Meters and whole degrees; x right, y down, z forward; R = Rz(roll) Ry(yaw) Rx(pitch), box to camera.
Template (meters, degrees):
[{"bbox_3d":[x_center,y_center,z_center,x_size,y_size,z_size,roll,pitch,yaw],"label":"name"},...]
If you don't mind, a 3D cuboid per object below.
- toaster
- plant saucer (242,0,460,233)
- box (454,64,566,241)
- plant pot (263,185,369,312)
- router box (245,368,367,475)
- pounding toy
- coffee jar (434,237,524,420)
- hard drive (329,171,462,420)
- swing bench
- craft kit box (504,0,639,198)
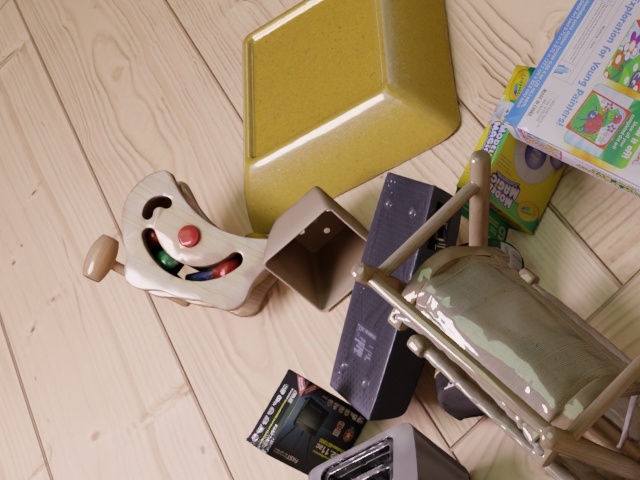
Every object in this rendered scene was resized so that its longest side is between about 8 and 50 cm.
[{"bbox_3d":[0.071,0.293,1.387,0.185,0.110,0.168,-31,34,26],"label":"toaster"},{"bbox_3d":[0.011,-0.216,1.831,0.332,0.081,0.333,-27,47,29],"label":"plant saucer"},{"bbox_3d":[0.218,-0.089,1.525,0.043,0.105,0.179,19,79,51],"label":"box"},{"bbox_3d":[0.000,0.000,1.684,0.109,0.109,0.096,-41,29,16],"label":"plant pot"},{"bbox_3d":[-0.013,0.207,1.535,0.038,0.122,0.092,27,84,45],"label":"router box"},{"bbox_3d":[-0.166,0.006,1.805,0.269,0.155,0.154,13,83,15],"label":"pounding toy"},{"bbox_3d":[0.169,0.095,1.469,0.096,0.079,0.184,-18,52,30],"label":"coffee jar"},{"bbox_3d":[0.082,0.059,1.517,0.172,0.054,0.255,-153,77,-73],"label":"hard drive"},{"bbox_3d":[0.196,0.100,1.254,0.165,0.255,0.253,-43,55,-7],"label":"swing bench"},{"bbox_3d":[0.356,-0.166,1.418,0.246,0.061,0.250,30,86,29],"label":"craft kit box"}]
